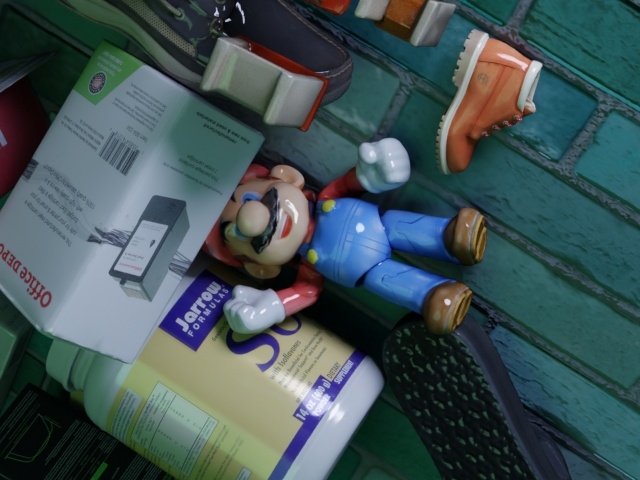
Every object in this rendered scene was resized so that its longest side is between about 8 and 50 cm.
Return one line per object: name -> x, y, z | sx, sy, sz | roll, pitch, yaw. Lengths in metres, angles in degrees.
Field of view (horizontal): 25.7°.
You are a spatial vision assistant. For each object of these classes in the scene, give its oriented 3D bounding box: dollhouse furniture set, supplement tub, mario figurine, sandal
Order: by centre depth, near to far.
dollhouse furniture set -> -0.007, -0.236, 1.264 | 0.262, 0.135, 0.259 | 29, 105, 13
mario figurine -> 0.000, 0.000, 1.465 | 0.321, 0.198, 0.170 | 13, 141, 16
sandal -> 0.218, 0.262, 1.579 | 0.167, 0.107, 0.445 | -12, 108, 37
supplement tub -> -0.118, 0.158, 1.601 | 0.331, 0.241, 0.241 | 33, 131, 6

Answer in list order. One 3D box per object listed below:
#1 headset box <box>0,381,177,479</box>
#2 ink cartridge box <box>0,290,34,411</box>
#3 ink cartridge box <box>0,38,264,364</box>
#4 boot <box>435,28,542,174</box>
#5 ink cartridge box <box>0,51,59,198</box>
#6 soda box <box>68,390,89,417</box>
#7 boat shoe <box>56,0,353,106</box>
headset box -> -0.302, 0.354, 1.868 | 0.283, 0.131, 0.246 | 29, 149, 9
ink cartridge box -> -0.543, 0.134, 1.941 | 0.261, 0.066, 0.296 | 33, 131, 4
ink cartridge box -> -0.210, -0.042, 1.434 | 0.198, 0.115, 0.273 | 36, 96, 49
boot -> 0.164, -0.121, 1.377 | 0.085, 0.059, 0.158 | 22, 128, 9
ink cartridge box -> -0.447, -0.077, 1.581 | 0.272, 0.309, 0.130 | -9, 116, 34
soda box -> -0.277, 0.152, 1.804 | 0.058, 0.061, 0.181 | 25, 129, 13
boat shoe -> -0.126, -0.248, 1.405 | 0.355, 0.132, 0.130 | 27, 130, 10
